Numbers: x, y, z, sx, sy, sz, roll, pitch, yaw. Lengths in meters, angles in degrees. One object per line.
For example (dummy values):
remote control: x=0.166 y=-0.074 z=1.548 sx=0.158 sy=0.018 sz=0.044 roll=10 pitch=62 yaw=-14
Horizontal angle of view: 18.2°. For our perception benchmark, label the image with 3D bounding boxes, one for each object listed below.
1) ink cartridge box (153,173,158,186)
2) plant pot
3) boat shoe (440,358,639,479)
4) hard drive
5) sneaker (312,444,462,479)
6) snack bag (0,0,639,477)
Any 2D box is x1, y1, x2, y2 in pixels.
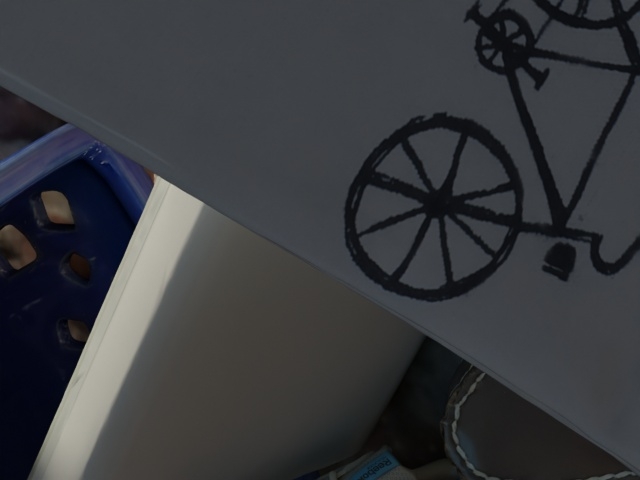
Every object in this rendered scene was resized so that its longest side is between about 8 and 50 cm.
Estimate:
ink cartridge box: x=-0.009 y=-0.121 z=0.799 sx=0.056 sy=0.181 sz=0.225 roll=43 pitch=144 yaw=29
plant pot: x=-0.180 y=0.107 z=0.999 sx=0.212 sy=0.236 sz=0.236 roll=-22 pitch=101 yaw=42
boat shoe: x=0.168 y=0.042 z=0.836 sx=0.324 sy=0.096 sz=0.117 roll=-26 pitch=98 yaw=37
hard drive: x=0.000 y=0.000 z=0.851 sx=0.040 sy=0.203 sz=0.307 roll=48 pitch=130 yaw=26
sneaker: x=0.002 y=0.132 z=0.939 sx=0.071 sy=0.190 sz=0.083 roll=43 pitch=120 yaw=33
snack bag: x=0.073 y=-0.129 z=0.685 sx=0.342 sy=0.037 sz=0.323 roll=32 pitch=88 yaw=-15
